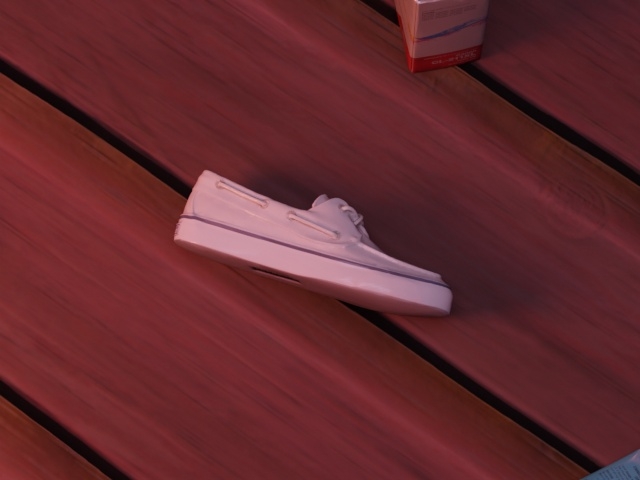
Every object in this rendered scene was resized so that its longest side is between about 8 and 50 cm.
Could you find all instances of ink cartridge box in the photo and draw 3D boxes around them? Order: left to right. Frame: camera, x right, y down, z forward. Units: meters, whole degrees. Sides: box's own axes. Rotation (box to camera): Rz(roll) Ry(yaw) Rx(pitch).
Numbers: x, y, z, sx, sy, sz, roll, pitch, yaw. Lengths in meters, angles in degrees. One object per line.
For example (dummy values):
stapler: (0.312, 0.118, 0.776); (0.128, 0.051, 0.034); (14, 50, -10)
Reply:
ink cartridge box: (0.105, -0.244, 1.757); (0.072, 0.175, 0.127); (-10, 75, -2)

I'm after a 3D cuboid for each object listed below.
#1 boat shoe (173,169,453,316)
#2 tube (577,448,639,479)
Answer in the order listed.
boat shoe: (0.000, 0.000, 1.733); (0.258, 0.095, 0.084); (17, 80, 4)
tube: (0.208, 0.246, 1.685); (0.207, 0.052, 0.080); (-23, 49, -6)
